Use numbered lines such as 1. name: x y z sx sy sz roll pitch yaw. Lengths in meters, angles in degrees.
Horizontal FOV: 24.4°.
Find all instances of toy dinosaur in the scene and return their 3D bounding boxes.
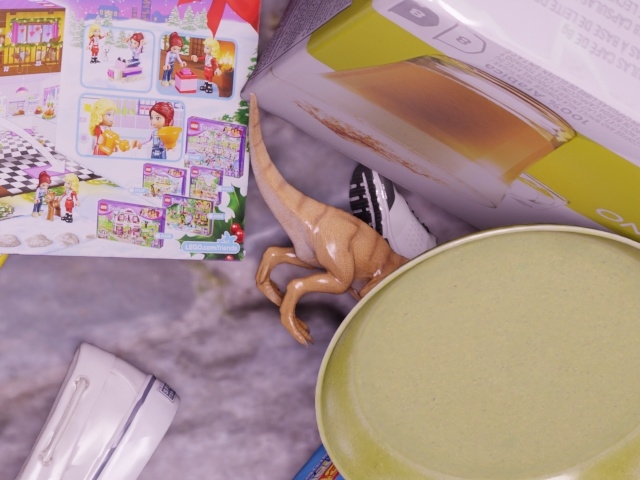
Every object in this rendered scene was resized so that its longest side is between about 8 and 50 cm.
1. toy dinosaur: 0.000 0.000 0.965 0.211 0.064 0.112 37 104 -19

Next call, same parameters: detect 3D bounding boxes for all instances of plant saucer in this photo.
1. plant saucer: 0.116 0.080 0.869 0.241 0.037 0.241 -2 125 -2

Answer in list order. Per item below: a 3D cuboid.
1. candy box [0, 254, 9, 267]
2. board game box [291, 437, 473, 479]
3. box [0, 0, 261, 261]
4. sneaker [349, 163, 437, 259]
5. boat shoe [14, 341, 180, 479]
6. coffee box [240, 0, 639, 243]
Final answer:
1. candy box: -0.248 -0.013 0.948 0.105 0.027 0.206 33 87 -17
2. board game box: 0.081 0.280 0.961 0.308 0.086 0.302 48 63 -12
3. box: -0.181 -0.092 0.903 0.293 0.057 0.201 3 95 -28
4. sneaker: 0.053 -0.007 1.010 0.043 0.040 0.109 -23 104 -23
5. boat shoe: -0.196 0.188 0.944 0.088 0.096 0.267 35 86 -8
6. coffee box: 0.203 -0.168 0.852 0.337 0.334 0.338 28 79 -13
